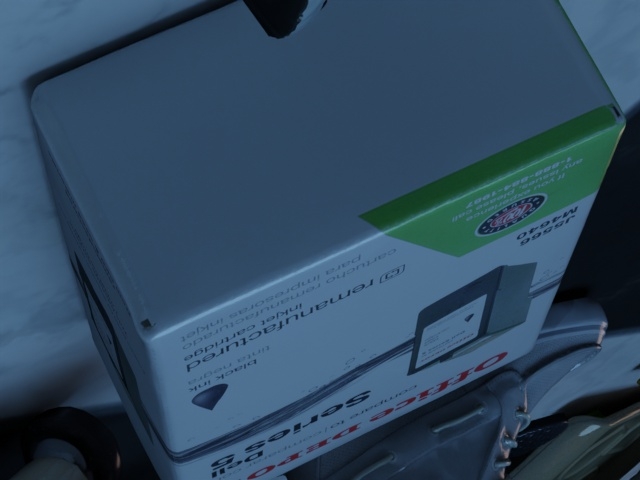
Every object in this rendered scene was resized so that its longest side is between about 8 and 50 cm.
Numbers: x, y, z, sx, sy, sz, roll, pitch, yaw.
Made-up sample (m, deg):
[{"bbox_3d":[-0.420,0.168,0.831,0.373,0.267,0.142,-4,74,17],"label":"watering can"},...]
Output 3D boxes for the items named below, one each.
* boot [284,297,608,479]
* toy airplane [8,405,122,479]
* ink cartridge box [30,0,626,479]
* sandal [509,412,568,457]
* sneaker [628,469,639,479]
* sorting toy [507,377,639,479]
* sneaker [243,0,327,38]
[{"bbox_3d":[0.102,0.135,1.323,0.258,0.123,0.095,-22,160,-18],"label":"boot"},{"bbox_3d":[-0.203,0.296,1.081,0.386,0.272,0.384,-39,-173,-19],"label":"toy airplane"},{"bbox_3d":[0.000,0.000,0.844,0.198,0.114,0.273,-25,161,-10],"label":"ink cartridge box"},{"bbox_3d":[0.104,0.156,1.528,0.179,0.040,0.067,-20,160,22],"label":"sandal"},{"bbox_3d":[0.353,0.232,1.842,0.315,0.127,0.182,-46,171,-30],"label":"sneaker"},{"bbox_3d":[0.257,0.172,1.779,0.229,0.041,0.307,-7,146,-52],"label":"sorting toy"},{"bbox_3d":[0.010,-0.128,0.606,0.077,0.072,0.178,-32,170,-24],"label":"sneaker"}]
